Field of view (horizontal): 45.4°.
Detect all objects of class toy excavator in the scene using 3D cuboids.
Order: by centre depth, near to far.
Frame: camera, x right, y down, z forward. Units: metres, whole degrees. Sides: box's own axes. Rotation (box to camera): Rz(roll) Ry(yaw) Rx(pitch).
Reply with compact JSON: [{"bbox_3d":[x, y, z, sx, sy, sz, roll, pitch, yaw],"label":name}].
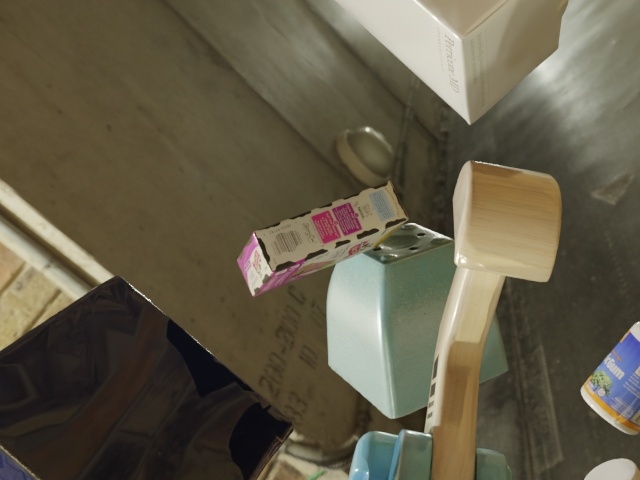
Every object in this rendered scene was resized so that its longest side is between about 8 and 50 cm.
[{"bbox_3d":[0.107,0.211,0.701,0.433,0.222,0.445,97,-176,-52],"label":"toy excavator"}]

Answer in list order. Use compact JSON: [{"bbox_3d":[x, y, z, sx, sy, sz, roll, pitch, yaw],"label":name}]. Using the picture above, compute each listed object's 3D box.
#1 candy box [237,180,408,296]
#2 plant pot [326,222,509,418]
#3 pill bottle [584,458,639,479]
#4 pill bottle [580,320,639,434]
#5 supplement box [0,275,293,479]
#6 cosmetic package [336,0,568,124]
[{"bbox_3d":[0.000,0.000,1.181,0.233,0.071,0.159,-22,-10,-20],"label":"candy box"},{"bbox_3d":[0.153,0.115,1.350,0.247,0.253,0.247,-18,22,-21],"label":"plant pot"},{"bbox_3d":[0.511,0.462,1.210,0.124,0.222,0.124,-32,5,3],"label":"pill bottle"},{"bbox_3d":[0.706,0.272,1.653,0.272,0.152,0.152,-57,12,15],"label":"pill bottle"},{"bbox_3d":[-0.217,0.239,0.609,0.357,0.195,0.194,-51,-3,29],"label":"supplement box"},{"bbox_3d":[0.103,-0.335,0.893,0.155,0.366,0.197,-40,-24,-2],"label":"cosmetic package"}]
